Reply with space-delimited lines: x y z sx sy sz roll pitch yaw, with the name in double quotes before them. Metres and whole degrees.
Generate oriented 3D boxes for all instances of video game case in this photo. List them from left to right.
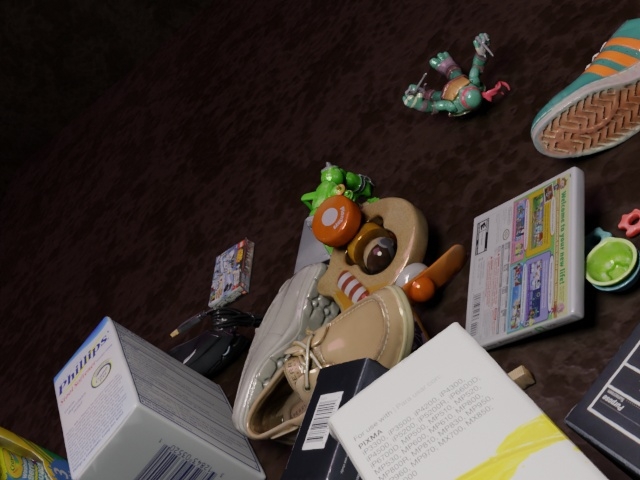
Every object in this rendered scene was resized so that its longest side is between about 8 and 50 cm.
"video game case" 0.268 0.030 1.077 0.193 0.023 0.212 -32 40 51

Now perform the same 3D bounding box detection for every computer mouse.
"computer mouse" -0.207 0.192 1.446 0.262 0.184 0.060 -28 63 29

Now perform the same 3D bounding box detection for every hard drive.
"hard drive" 0.000 0.000 1.513 0.094 0.022 0.135 -25 39 36

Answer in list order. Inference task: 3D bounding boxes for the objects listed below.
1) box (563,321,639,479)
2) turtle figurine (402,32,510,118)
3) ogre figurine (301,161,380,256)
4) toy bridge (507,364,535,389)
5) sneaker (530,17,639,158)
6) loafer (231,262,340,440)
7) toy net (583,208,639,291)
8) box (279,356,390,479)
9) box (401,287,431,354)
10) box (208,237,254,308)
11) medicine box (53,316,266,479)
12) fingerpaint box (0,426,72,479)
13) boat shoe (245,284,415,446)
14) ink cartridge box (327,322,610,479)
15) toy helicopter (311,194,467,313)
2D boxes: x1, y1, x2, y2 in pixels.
"box" 0.423 0.137 0.670 0.294 0.183 0.296 -51 29 -2
"turtle figurine" 0.227 -0.267 1.412 0.175 0.118 0.234 -34 16 0
"ogre figurine" 0.033 -0.050 1.431 0.097 0.118 0.197 5 62 54
"toy bridge" 0.240 0.236 0.953 0.063 0.026 0.188 -38 34 25
"sneaker" 0.423 -0.228 1.138 0.302 0.108 0.121 -32 34 15
"loafer" -0.060 0.178 1.332 0.111 0.112 0.319 -16 37 50
"toy net" 0.343 -0.011 1.060 0.122 0.045 0.232 -52 31 -1
"box" 0.082 0.253 0.954 0.108 0.207 0.153 -26 36 55
"box" 0.110 0.143 1.138 0.081 0.136 0.028 -28 1 15
"box" -0.181 0.069 1.669 0.094 0.027 0.137 -32 36 31
"medicine box" -0.264 0.297 1.308 0.149 0.263 0.289 -49 31 2
"fingerpaint box" -0.525 0.505 1.325 0.163 0.371 0.445 -47 31 6
"boat shoe" 0.007 0.183 1.093 0.341 0.110 0.122 -56 40 38
"ink cartridge box" 0.193 0.287 0.669 0.160 0.279 0.385 -37 36 -3
"toy helicopter" 0.081 0.101 1.241 0.235 0.140 0.355 3 70 43
